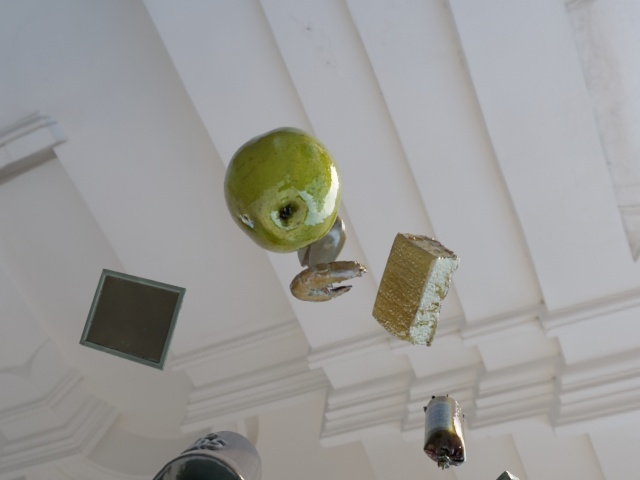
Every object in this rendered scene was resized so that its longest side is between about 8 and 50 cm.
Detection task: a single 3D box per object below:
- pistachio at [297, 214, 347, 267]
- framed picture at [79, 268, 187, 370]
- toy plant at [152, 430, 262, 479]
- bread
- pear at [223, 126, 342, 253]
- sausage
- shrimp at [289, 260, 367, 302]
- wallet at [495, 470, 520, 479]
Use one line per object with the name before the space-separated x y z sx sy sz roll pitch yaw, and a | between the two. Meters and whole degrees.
pistachio | 0.000 0.000 1.235 0.125 0.184 0.124 15 -158 -6
framed picture | -0.327 0.134 0.855 0.183 0.141 0.011 10 170 19
toy plant | -0.216 0.444 0.793 0.280 0.185 0.400 5 177 5
bread | 0.255 0.129 1.332 0.114 0.274 0.185 0 -157 -30
pear | -0.054 -0.076 0.756 0.198 0.198 0.198 -22 -163 7
sausage | 0.362 0.571 1.421 0.117 0.125 0.317 -56 173 14
shrimp | 0.021 0.092 1.129 0.188 0.132 0.051 -11 -123 -7
wallet | 0.407 0.613 1.153 0.155 0.110 0.039 -45 -138 2
